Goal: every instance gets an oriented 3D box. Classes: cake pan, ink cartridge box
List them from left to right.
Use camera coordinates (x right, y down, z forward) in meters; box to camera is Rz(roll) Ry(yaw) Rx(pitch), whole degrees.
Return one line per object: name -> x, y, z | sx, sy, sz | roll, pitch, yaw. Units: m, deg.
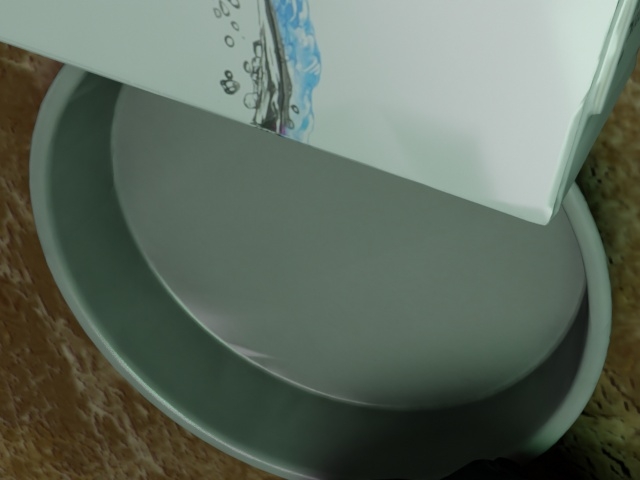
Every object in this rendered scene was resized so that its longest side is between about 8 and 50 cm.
cake pan -> 0.000, 0.000, 0.728 | 0.293, 0.054, 0.293 | 13, 129, 16
ink cartridge box -> 0.012, -0.142, 0.522 | 0.232, 0.171, 0.168 | 19, 120, 11

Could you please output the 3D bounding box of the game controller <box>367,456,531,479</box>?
game controller -> 0.122, 0.223, 0.795 | 0.166, 0.067, 0.319 | -17, 128, 32
